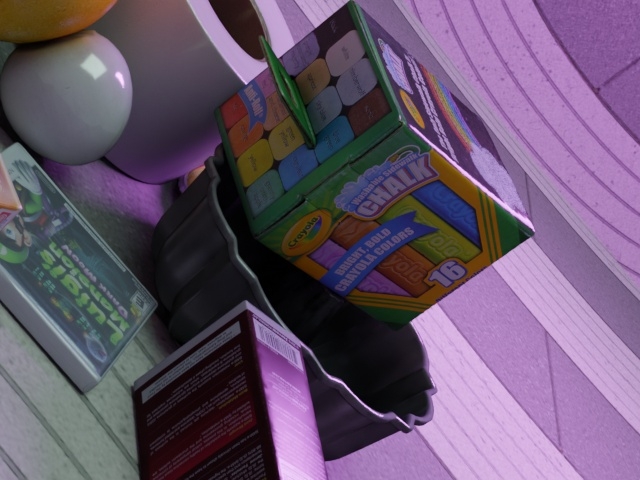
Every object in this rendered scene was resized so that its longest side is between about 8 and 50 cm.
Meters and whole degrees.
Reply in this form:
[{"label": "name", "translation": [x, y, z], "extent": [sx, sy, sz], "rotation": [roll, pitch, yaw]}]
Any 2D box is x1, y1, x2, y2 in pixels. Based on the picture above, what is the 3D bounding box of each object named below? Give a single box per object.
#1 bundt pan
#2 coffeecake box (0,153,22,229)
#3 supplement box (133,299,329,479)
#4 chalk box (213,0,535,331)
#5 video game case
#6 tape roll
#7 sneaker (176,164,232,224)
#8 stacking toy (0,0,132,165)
[{"label": "bundt pan", "translation": [-0.038, 0.070, 1.308], "extent": [0.331, 0.124, 0.331], "rotation": [46, 19, -21]}, {"label": "coffeecake box", "translation": [-0.317, -0.072, 0.952], "extent": [0.185, 0.068, 0.142], "rotation": [14, 41, -51]}, {"label": "supplement box", "translation": [-0.067, 0.175, 1.041], "extent": [0.073, 0.130, 0.239], "rotation": [40, 23, -35]}, {"label": "chalk box", "translation": [0.029, -0.078, 1.268], "extent": [0.289, 0.179, 0.180], "rotation": [35, 27, -41]}, {"label": "video game case", "translation": [-0.222, 0.016, 1.124], "extent": [0.190, 0.022, 0.173], "rotation": [50, 19, -8]}, {"label": "tape roll", "translation": [-0.153, -0.201, 1.400], "extent": [0.246, 0.169, 0.246], "rotation": [50, 24, -32]}, {"label": "sneaker", "translation": [-0.087, -0.071, 1.489], "extent": [0.081, 0.094, 0.208], "rotation": [52, 20, -9]}, {"label": "stacking toy", "translation": [-0.255, -0.297, 1.177], "extent": [0.351, 0.350, 0.480], "rotation": [-76, 155, -67]}]
